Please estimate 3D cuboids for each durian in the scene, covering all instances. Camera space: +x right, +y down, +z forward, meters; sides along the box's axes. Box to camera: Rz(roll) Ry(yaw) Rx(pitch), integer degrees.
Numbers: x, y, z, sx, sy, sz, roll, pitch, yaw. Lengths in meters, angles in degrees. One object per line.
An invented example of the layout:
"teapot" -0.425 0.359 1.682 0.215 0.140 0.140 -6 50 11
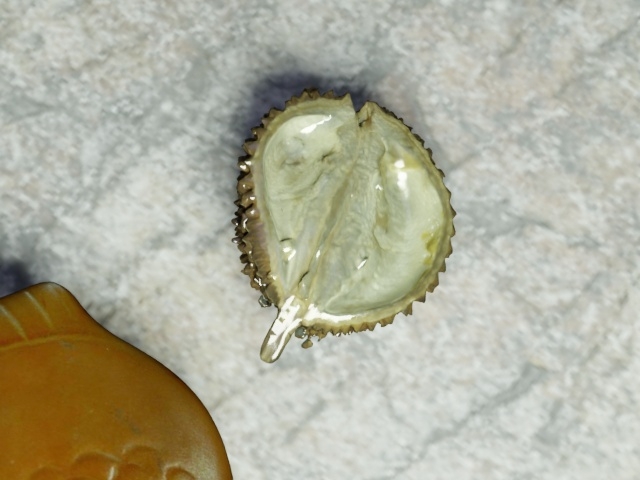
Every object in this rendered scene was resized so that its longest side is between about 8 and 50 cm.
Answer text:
"durian" 0.000 0.000 1.207 0.148 0.091 0.188 28 63 -8

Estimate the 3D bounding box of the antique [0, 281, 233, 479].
"antique" -0.155 0.163 1.112 0.224 0.129 0.278 -18 63 -32
